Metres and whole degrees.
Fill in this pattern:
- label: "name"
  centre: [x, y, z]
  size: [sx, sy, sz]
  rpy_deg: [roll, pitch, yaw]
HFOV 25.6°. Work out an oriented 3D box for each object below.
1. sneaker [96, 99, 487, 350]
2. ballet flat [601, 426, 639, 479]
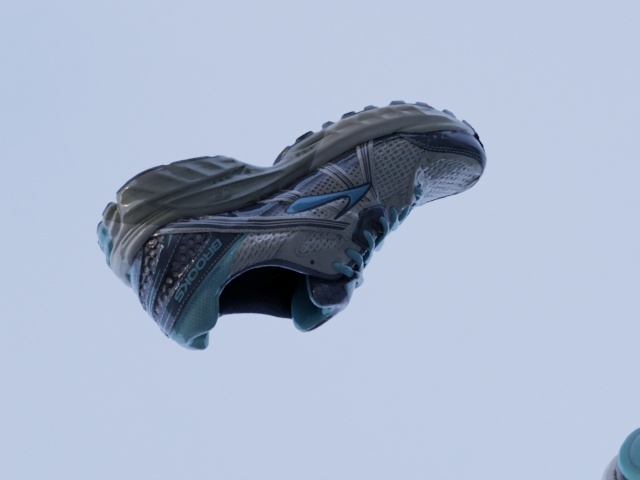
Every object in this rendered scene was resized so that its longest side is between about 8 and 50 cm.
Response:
- label: "sneaker"
  centre: [0.000, 0.000, 0.951]
  size: [0.283, 0.110, 0.122]
  rpy_deg: [-19, -119, -23]
- label: "ballet flat"
  centre: [0.337, 0.187, 0.719]
  size: [0.139, 0.400, 0.139]
  rpy_deg: [-14, -72, -54]
